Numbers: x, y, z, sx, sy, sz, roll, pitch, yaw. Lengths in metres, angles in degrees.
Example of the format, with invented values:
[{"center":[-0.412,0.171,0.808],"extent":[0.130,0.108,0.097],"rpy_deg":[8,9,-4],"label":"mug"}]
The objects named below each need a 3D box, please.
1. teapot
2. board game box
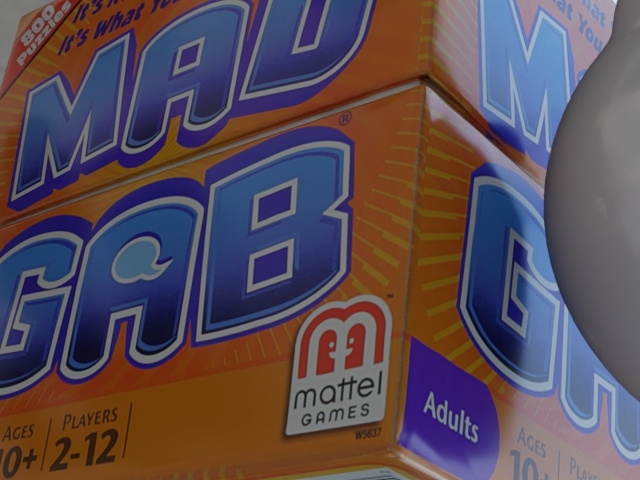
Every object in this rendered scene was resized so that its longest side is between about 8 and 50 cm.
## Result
[{"center":[0.229,-0.024,0.541],"extent":[0.187,0.256,0.252],"rpy_deg":[108,-7,-72],"label":"teapot"},{"center":[0.019,0.038,0.792],"extent":[0.356,0.356,0.356],"rpy_deg":[-15,-124,36],"label":"board game box"}]
